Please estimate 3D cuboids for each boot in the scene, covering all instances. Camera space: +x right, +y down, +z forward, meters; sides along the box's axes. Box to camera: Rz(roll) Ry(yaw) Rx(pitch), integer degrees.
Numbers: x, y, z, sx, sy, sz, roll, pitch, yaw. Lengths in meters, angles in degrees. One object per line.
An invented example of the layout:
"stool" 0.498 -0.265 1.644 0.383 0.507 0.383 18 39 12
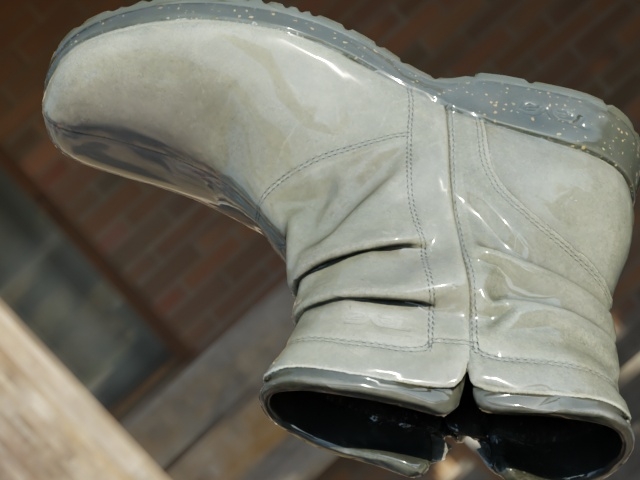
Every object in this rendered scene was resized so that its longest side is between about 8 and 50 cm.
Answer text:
"boot" 0.000 0.000 0.732 0.083 0.246 0.161 96 -173 -47
